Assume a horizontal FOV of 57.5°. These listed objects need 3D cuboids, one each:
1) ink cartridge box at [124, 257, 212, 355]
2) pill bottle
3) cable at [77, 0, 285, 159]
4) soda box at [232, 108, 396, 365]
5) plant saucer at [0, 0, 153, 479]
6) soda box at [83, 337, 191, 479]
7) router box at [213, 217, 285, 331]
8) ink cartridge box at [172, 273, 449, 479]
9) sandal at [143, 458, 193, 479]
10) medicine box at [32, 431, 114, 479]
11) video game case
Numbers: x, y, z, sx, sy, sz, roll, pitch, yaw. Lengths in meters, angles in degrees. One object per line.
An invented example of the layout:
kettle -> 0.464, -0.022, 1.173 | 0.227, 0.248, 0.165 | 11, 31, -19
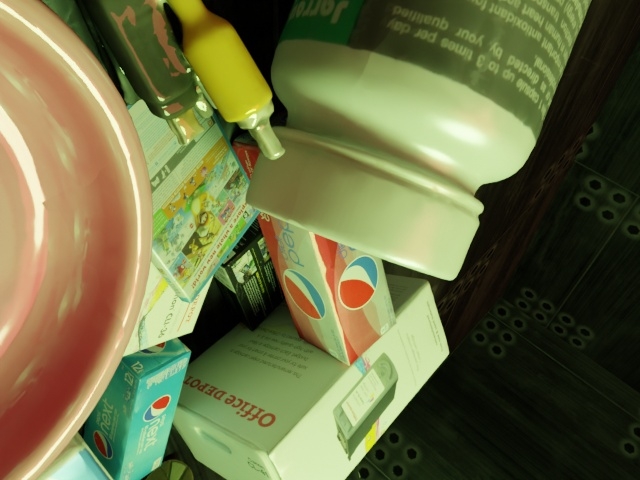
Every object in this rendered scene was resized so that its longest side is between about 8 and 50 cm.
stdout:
ink cartridge box -> -0.162, 0.037, 0.525 | 0.198, 0.067, 0.115 | -15, 136, -55
pill bottle -> 0.086, -0.167, 0.436 | 0.204, 0.204, 0.361 | 15, 96, -65
cable -> -0.110, -0.167, 0.310 | 0.072, 0.139, 0.287 | -38, 133, -21
soda box -> 0.000, 0.000, 0.615 | 0.083, 0.092, 0.263 | -36, 125, -29
plant saucer -> -0.231, 0.022, 0.276 | 0.332, 0.084, 0.332 | -38, 138, -45
soda box -> -0.208, 0.185, 0.644 | 0.067, 0.071, 0.210 | -25, 145, -49
router box -> -0.065, 0.020, 0.711 | 0.133, 0.046, 0.179 | -44, 156, -20
ink cartridge box -> -0.015, 0.169, 0.751 | 0.306, 0.226, 0.131 | -40, 121, -33
sandal -> -0.280, 0.417, 0.856 | 0.219, 0.090, 0.060 | -47, 179, -30
medicine box -> -0.288, 0.283, 0.447 | 0.289, 0.149, 0.263 | -37, 135, -28
video game case -> -0.111, -0.045, 0.469 | 0.119, 0.015, 0.166 | -58, 142, -31
